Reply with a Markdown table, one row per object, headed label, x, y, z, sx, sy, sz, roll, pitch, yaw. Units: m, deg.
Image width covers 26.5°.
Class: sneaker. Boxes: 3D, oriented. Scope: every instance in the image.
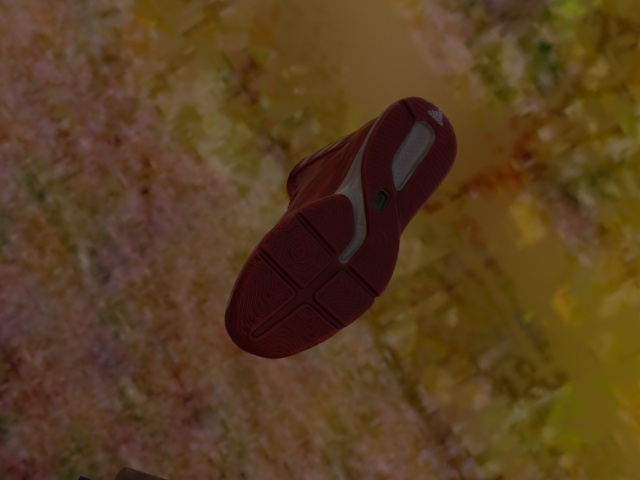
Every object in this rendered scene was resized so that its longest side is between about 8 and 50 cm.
| label | x | y | z | sx | sy | sz | roll | pitch | yaw |
| --- | --- | --- | --- | --- | --- | --- | --- | --- | --- |
| sneaker | 0.000 | 0.000 | 0.951 | 0.087 | 0.221 | 0.128 | 48 | -24 | -10 |

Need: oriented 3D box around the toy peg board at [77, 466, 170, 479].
| label | x | y | z | sx | sy | sz | roll | pitch | yaw |
| --- | --- | --- | --- | --- | --- | --- | --- | --- | --- |
| toy peg board | -0.135 | 0.210 | 0.818 | 0.079 | 0.160 | 0.161 | 38 | -21 | -33 |
